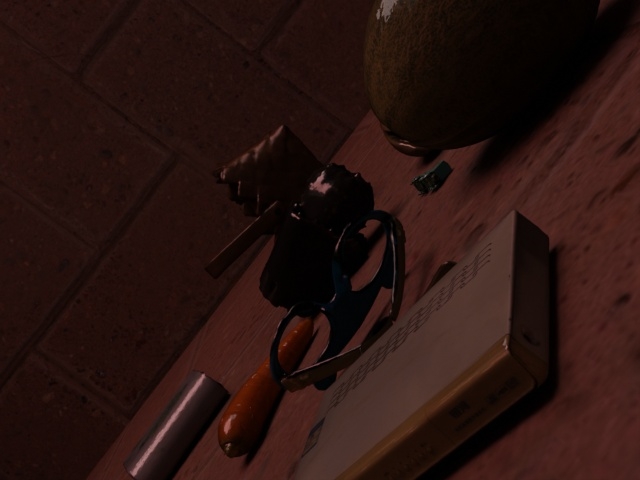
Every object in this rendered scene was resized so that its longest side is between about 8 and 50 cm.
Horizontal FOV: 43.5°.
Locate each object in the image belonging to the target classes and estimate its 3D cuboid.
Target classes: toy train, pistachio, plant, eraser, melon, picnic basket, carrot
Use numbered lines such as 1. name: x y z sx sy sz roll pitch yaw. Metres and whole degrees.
1. toy train: 0.160 -0.092 1.178 0.045 0.029 0.092 -46 5 -8
2. pistachio: 0.169 -0.218 1.393 0.136 0.136 0.226 -49 14 27
3. plant: 0.000 0.000 1.319 0.256 0.142 0.164 -63 4 13
4. eraser: -0.279 0.364 1.551 0.227 0.081 0.174 -54 7 -16
5. melon: 0.185 -0.260 0.958 0.329 0.249 0.248 -58 4 24
6. picnic basket: -0.114 -0.047 1.657 0.321 0.291 0.254 -44 6 -4
7. carrot: -0.078 0.206 1.134 0.271 0.062 0.066 -55 -27 -53

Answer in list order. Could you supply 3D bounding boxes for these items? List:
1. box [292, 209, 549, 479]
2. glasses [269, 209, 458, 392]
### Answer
1. box: 0.074 0.113 0.626 0.270 0.045 0.211 -49 8 30
2. glasses: 0.045 0.057 0.858 0.239 0.102 0.207 -55 7 -22
